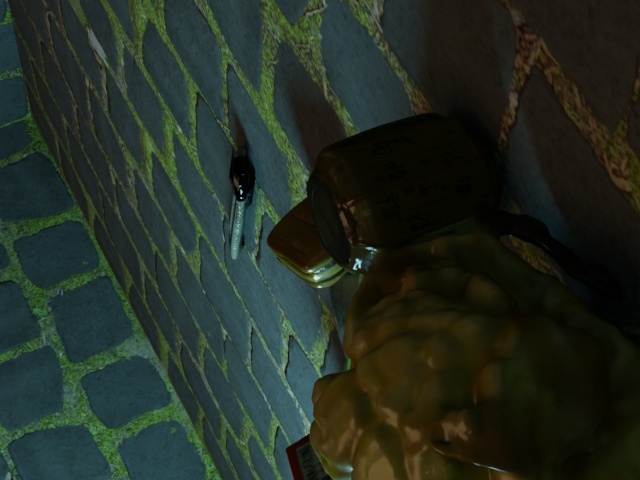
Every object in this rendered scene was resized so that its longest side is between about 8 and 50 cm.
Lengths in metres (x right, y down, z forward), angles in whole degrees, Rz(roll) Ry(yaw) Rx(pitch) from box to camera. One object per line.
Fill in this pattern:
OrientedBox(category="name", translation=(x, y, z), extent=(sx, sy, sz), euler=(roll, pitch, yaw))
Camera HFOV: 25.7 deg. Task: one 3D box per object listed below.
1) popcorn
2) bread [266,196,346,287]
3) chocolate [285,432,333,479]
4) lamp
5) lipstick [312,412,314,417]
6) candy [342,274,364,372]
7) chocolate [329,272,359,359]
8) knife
OrientedBox(category="popcorn", translation=(0.168, 0.149, 1.358), extent=(0.349, 0.349, 0.381), euler=(137, 144, -73))
OrientedBox(category="bread", translation=(0.000, 0.000, 1.979), extent=(0.077, 0.116, 0.200), euler=(54, 171, -22))
OrientedBox(category="chocolate", translation=(0.074, 0.491, 2.203), extent=(0.360, 0.162, 0.341), euler=(-116, 9, -68))
OrientedBox(category="lamp", translation=(0.089, -0.048, 1.492), extent=(0.161, 0.185, 0.161), euler=(56, 160, 34))
OrientedBox(category="lipstick", translation=(0.108, 0.242, 1.689), extent=(0.371, 0.080, 0.076), euler=(27, -141, -61))
OrientedBox(category="candy", translation=(0.107, 0.108, 1.719), extent=(0.142, 0.132, 0.343), euler=(40, 151, 24))
OrientedBox(category="chocolate", translation=(0.089, 0.172, 1.965), extent=(0.185, 0.100, 0.303), euler=(-166, 57, -73))
OrientedBox(category="knife", translation=(-0.140, -0.059, 2.456), extent=(0.365, 0.043, 0.089), euler=(102, 174, -67))
